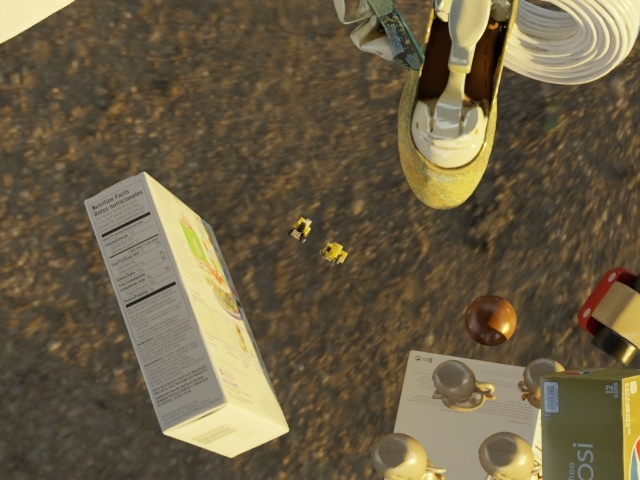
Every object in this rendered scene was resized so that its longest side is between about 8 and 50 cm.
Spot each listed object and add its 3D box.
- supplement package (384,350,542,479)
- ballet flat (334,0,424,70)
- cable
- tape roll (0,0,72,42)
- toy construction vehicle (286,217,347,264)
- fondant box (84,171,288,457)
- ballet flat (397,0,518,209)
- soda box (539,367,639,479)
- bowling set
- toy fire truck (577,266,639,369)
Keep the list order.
[{"bbox_3d":[0.211,0.275,1.762,0.194,0.149,0.203,7,74,22],"label":"supplement package"},{"bbox_3d":[0.052,-0.240,1.371,0.070,0.070,0.188,-16,135,16],"label":"ballet flat"},{"bbox_3d":[0.300,-0.315,1.720,0.257,0.257,0.089,28,67,-9],"label":"cable"},{"bbox_3d":[-0.301,-0.272,1.136,0.392,0.392,0.072,-17,125,16],"label":"tape roll"},{"bbox_3d":[0.000,0.000,1.791,0.086,0.098,0.035,31,89,6],"label":"toy construction vehicle"},{"bbox_3d":[-0.171,0.102,1.679,0.096,0.238,0.330,-25,68,8],"label":"fondant box"},{"bbox_3d":[0.160,-0.193,1.506,0.123,0.123,0.348,15,109,12],"label":"ballet flat"},{"bbox_3d":[0.178,0.172,0.810,0.058,0.061,0.181,-1,89,36],"label":"soda box"},{"bbox_3d":[0.202,0.169,1.358,0.287,0.154,0.199,3,72,15],"label":"bowling set"},{"bbox_3d":[0.454,0.106,1.760,0.217,0.246,0.158,34,92,-13],"label":"toy fire truck"}]
